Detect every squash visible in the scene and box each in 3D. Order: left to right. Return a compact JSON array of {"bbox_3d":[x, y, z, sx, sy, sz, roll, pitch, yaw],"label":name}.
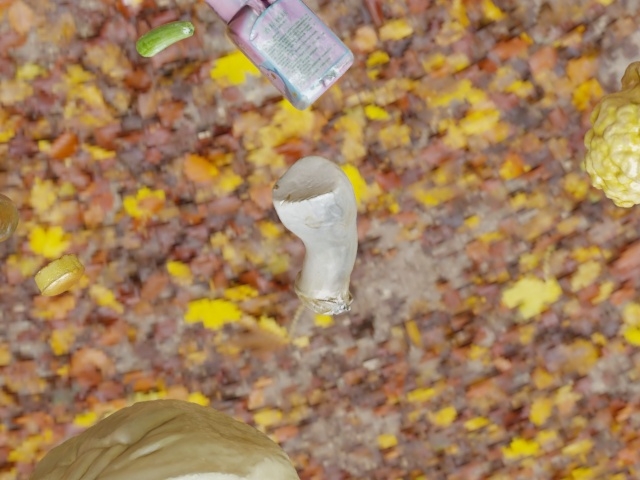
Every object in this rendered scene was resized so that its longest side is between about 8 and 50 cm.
[{"bbox_3d":[-0.172,-0.223,1.373,0.027,0.027,0.089,27,149,-38],"label":"squash"}]

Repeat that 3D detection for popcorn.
[{"bbox_3d":[0.376,-0.119,1.432,0.180,0.180,0.170,26,132,-38],"label":"popcorn"}]

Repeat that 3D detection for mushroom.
[{"bbox_3d":[0.003,-0.002,1.436,0.092,0.081,0.223,-48,150,-28],"label":"mushroom"}]

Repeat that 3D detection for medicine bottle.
[{"bbox_3d":[-0.054,-0.258,1.550,0.094,0.119,0.188,-44,94,-4],"label":"medicine bottle"}]

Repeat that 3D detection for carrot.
[{"bbox_3d":[-0.528,-0.034,1.819,0.087,0.087,0.193,-46,155,27],"label":"carrot"}]

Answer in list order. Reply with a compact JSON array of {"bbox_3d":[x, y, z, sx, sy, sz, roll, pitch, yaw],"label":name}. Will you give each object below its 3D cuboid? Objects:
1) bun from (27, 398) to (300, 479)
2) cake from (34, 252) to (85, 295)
[{"bbox_3d":[-0.118,0.196,0.770,0.220,0.220,0.134,-33,140,16],"label":"bun"},{"bbox_3d":[-0.432,0.058,2.077,0.084,0.044,0.084,-35,173,-5],"label":"cake"}]
